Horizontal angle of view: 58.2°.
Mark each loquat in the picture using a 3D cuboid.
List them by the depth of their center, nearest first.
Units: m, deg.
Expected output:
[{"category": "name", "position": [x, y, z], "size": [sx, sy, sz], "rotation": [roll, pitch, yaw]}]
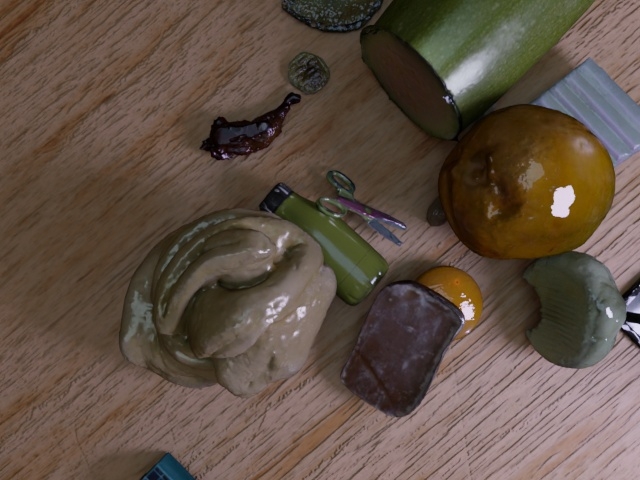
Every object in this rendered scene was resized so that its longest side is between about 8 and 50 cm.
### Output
[{"category": "loquat", "position": [0.352, -0.087, 0.979], "size": [0.283, 0.276, 0.276], "rotation": [26, 88, -30]}]

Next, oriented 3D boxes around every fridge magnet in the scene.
[{"category": "fridge magnet", "position": [0.233, 0.119, 1.083], "size": [0.143, 0.063, 0.143], "rotation": [0, 90, 1]}]

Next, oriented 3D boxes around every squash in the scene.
[{"category": "squash", "position": [0.281, -0.397, 1.007], "size": [0.263, 0.263, 0.384], "rotation": [45, 90, 3]}]

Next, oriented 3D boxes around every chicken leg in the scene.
[{"category": "chicken leg", "position": [-0.131, -0.216, 1.113], "size": [0.219, 0.048, 0.090], "rotation": [-20, 90, 1]}]

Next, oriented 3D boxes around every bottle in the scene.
[{"category": "bottle", "position": [0.000, 0.000, 1.070], "size": [0.260, 0.112, 0.112], "rotation": [42, 89, 3]}]

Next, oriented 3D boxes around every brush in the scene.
[{"category": "brush", "position": [0.282, -0.160, 1.112], "size": [0.042, 0.039, 0.299], "rotation": [28, 85, -1]}]

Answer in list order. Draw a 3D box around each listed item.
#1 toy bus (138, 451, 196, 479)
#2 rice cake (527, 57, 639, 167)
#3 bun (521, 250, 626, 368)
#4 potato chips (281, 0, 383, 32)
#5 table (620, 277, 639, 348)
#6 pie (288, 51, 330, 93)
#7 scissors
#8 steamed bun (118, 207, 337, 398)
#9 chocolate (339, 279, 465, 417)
[{"category": "toy bus", "position": [-0.263, 0.484, 1.073], "size": [0.160, 0.079, 0.092], "rotation": [44, 89, 4]}, {"category": "rice cake", "position": [0.502, -0.220, 1.076], "size": [0.189, 0.037, 0.198], "rotation": [-36, 88, 4]}, {"category": "bun", "position": [0.458, 0.118, 1.039], "size": [0.126, 0.204, 0.213], "rotation": [-5, 123, -22]}, {"category": "potato chips", "position": [0.028, -0.520, 1.136], "size": [0.202, 0.029, 0.220], "rotation": [4, 90, 1]}, {"category": "table", "position": [0.735, 0.094, 0.968], "size": [0.222, 0.272, 0.335], "rotation": [45, 89, 3]}, {"category": "pie", "position": [-0.023, -0.330, 1.129], "size": [0.084, 0.020, 0.084], "rotation": [0, 88, 1]}, {"category": "scissors", "position": [0.081, -0.055, 1.086], "size": [0.187, 0.134, 0.020], "rotation": [31, 131, -8]}, {"category": "steamed bun", "position": [-0.172, 0.108, 0.982], "size": [0.372, 0.230, 0.325], "rotation": [0, 92, 22]}, {"category": "chocolate", "position": [0.153, 0.188, 1.046], "size": [0.157, 0.080, 0.254], "rotation": [30, 112, 19]}]
